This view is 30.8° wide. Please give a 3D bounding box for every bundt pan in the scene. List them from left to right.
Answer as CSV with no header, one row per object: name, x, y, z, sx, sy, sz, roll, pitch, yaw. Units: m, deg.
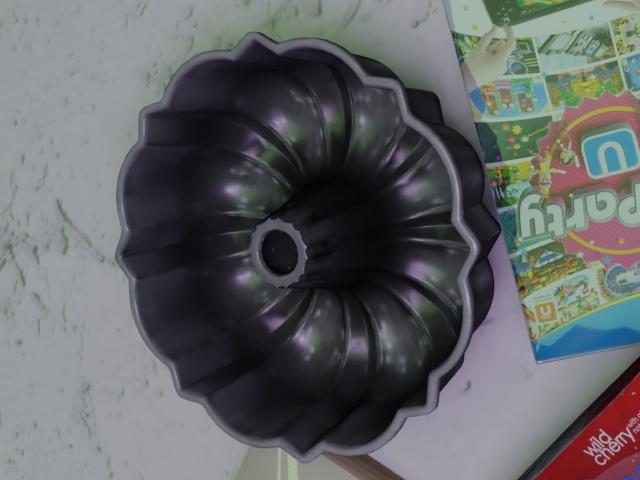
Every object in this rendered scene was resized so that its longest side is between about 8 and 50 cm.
bundt pan,0.000,0.000,0.923,0.330,0.124,0.331,7,103,32

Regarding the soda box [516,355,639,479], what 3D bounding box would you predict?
soda box,0.209,0.172,0.833,0.092,0.083,0.263,42,134,12

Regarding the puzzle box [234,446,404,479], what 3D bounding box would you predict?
puzzle box,0.071,0.362,0.989,0.408,0.052,0.272,32,107,17

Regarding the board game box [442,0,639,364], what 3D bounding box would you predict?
board game box,0.234,-0.084,0.841,0.224,0.097,0.304,-14,91,25
